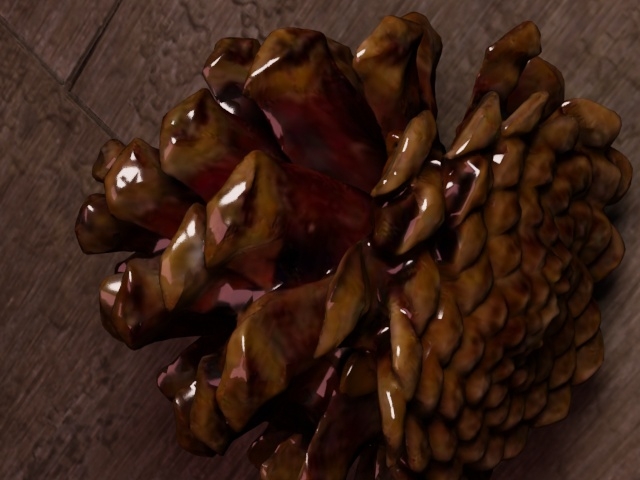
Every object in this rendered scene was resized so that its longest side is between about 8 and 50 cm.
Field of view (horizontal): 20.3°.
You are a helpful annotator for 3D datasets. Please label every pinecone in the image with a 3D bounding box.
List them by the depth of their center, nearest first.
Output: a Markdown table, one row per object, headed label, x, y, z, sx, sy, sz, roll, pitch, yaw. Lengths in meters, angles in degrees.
| label | x | y | z | sx | sy | sz | roll | pitch | yaw |
| --- | --- | --- | --- | --- | --- | --- | --- | --- | --- |
| pinecone | 0.000 | 0.000 | 1.212 | 0.384 | 0.384 | 0.385 | 8 | 107 | 28 |
